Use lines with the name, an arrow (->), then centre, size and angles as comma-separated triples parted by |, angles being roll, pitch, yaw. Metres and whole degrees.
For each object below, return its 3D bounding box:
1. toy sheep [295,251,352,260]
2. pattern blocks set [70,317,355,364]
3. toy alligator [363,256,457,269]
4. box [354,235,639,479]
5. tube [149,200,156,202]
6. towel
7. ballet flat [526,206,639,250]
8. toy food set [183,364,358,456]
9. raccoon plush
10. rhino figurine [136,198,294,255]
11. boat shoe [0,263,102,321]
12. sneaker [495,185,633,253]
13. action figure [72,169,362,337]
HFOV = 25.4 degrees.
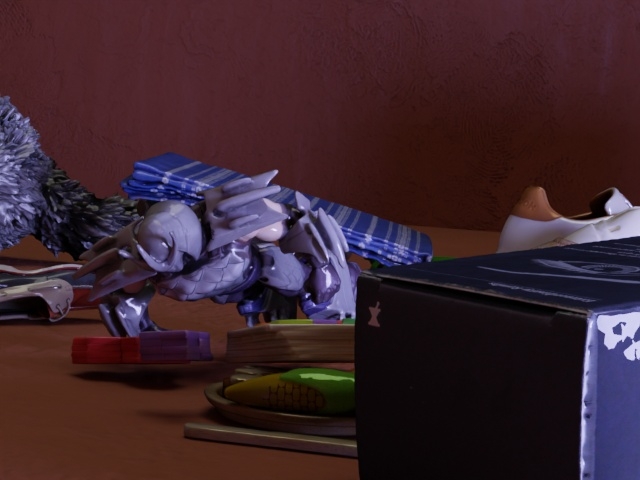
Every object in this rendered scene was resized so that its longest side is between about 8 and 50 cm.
toy sheep -> 0.000, 0.000, 1.862 | 0.132, 0.091, 0.091 | 8, 0, -41
pattern blocks set -> 0.032, 0.065, 0.909 | 0.325, 0.026, 0.285 | 3, -6, -29
toy alligator -> 0.122, 0.038, 1.692 | 0.189, 0.056, 0.051 | 8, 47, 33
box -> 0.140, 0.064, 0.676 | 0.207, 0.108, 0.153 | -6, 9, -35
tube -> -0.196, -0.022, 1.770 | 0.080, 0.052, 0.207 | 8, -29, -11
towel -> -0.040, -0.029, 1.569 | 0.336, 0.040, 0.243 | 17, 8, 1
ballet flat -> 0.314, 0.028, 1.289 | 0.316, 0.106, 0.107 | 14, 3, 16
toy food set -> -0.002, 0.086, 0.838 | 0.132, 0.038, 0.192 | 5, 4, 8
raccoon plush -> -0.406, -0.062, 1.574 | 0.446, 0.216, 0.299 | 8, 15, 12
rhino figurine -> -0.104, 0.010, 1.560 | 0.106, 0.073, 0.243 | -5, 23, -34
boat shoe -> -0.232, 0.047, 1.168 | 0.137, 0.049, 0.043 | 5, 45, -33
sneaker -> 0.327, 0.018, 1.439 | 0.290, 0.123, 0.106 | 17, 0, -10
action figure -> -0.055, 0.025, 1.022 | 0.185, 0.099, 0.285 | -11, -14, 22
